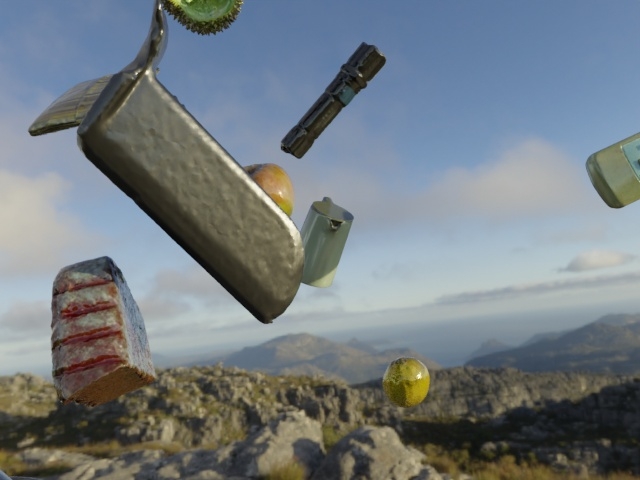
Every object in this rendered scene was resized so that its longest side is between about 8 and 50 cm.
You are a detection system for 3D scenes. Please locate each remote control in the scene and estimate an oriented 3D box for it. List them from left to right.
[{"bbox_3d":[0.544,-0.137,0.892,0.233,0.098,0.038,-24,-8,-2],"label":"remote control"}]

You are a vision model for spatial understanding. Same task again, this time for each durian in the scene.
[{"bbox_3d":[-0.327,-0.675,1.551,0.237,0.200,0.176,32,18,-3],"label":"durian"}]

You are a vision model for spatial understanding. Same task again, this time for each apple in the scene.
[{"bbox_3d":[-0.196,-0.131,1.718,0.261,0.194,0.261,-11,16,3],"label":"apple"}]

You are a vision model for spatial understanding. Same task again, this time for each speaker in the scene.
[{"bbox_3d":[-0.145,-0.093,0.753,0.184,0.388,0.180,-42,21,0],"label":"speaker"}]

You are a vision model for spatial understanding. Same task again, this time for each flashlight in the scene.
[{"bbox_3d":[0.036,-0.424,1.738,0.424,0.103,0.103,-49,-14,3],"label":"flashlight"}]

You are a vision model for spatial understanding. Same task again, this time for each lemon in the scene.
[{"bbox_3d":[0.148,0.247,0.977,0.082,0.082,0.111,-6,-41,-1],"label":"lemon"}]

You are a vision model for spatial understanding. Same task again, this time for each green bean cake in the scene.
[{"bbox_3d":[-0.300,0.151,0.787,0.097,0.198,0.233,-14,-30,-12],"label":"green bean cake"}]

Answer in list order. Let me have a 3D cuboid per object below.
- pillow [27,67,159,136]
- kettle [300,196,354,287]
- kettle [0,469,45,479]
[{"bbox_3d":[-0.439,-0.278,1.103,0.208,0.052,0.212,-10,35,14],"label":"pillow"},{"bbox_3d":[0.005,0.003,1.108,0.098,0.148,0.127,26,20,17],"label":"kettle"},{"bbox_3d":[-0.568,0.550,1.036,0.290,0.207,0.268,17,27,25],"label":"kettle"}]
